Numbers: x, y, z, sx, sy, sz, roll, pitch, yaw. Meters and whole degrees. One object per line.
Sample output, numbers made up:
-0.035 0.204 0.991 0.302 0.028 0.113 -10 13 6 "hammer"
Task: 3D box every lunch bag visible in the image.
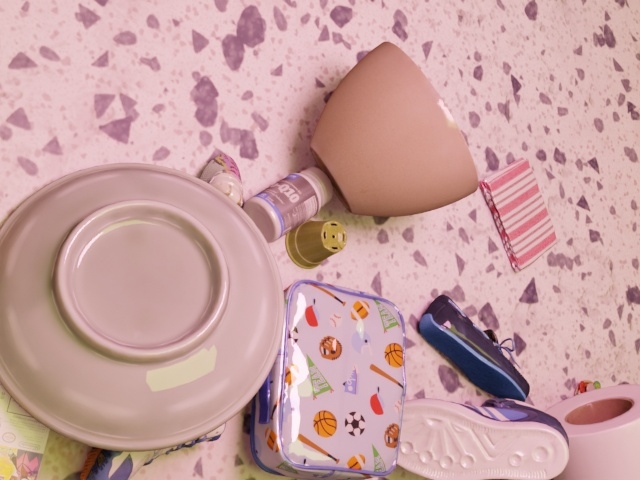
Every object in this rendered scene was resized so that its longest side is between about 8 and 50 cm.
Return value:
0.007 0.209 1.338 0.243 0.115 0.304 14 66 -27 "lunch bag"

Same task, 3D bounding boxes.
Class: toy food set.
0.543 0.322 1.776 0.083 0.020 0.083 -11 88 -37 "toy food set"

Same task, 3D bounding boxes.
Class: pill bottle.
-0.048 -0.059 1.381 0.137 0.078 0.078 -34 102 -36 "pill bottle"

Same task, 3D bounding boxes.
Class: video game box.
-0.438 0.251 1.057 0.205 0.048 0.187 22 67 -31 "video game box"

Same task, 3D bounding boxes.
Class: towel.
0.395 -0.053 1.739 0.144 0.029 0.197 -29 101 -36 "towel"

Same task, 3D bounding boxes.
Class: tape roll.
0.539 0.389 1.622 0.246 0.246 0.169 -20 93 -37 "tape roll"

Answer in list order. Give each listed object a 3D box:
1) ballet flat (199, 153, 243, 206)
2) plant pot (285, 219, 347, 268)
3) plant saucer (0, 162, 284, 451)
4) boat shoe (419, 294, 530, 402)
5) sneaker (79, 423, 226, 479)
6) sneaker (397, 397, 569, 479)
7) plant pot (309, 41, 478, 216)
-0.161 -0.038 1.295 0.077 0.079 0.222 40 60 -25 "ballet flat"
0.000 0.000 1.405 0.083 0.079 0.083 7 78 -35 "plant pot"
-0.230 0.061 1.127 0.400 0.100 0.401 7 64 -15 "plant saucer"
0.293 0.192 1.568 0.258 0.109 0.089 45 55 -23 "boat shoe"
-0.193 0.248 1.197 0.131 0.111 0.296 52 57 -17 "sneaker"
0.261 0.335 1.512 0.322 0.236 0.130 5 88 9 "sneaker"
0.095 -0.148 1.414 0.190 0.284 0.284 -32 102 -4 "plant pot"
